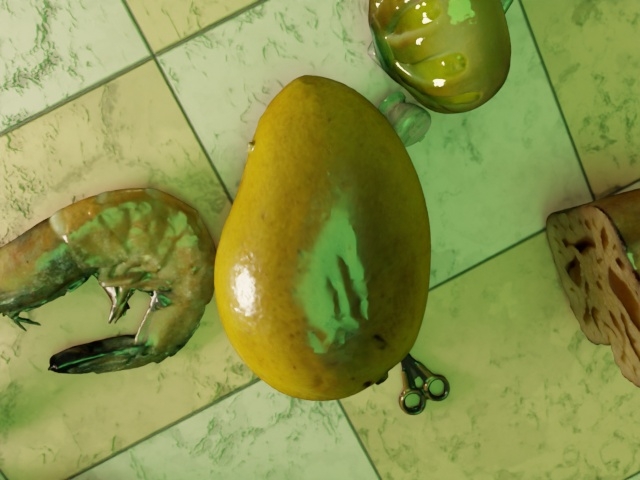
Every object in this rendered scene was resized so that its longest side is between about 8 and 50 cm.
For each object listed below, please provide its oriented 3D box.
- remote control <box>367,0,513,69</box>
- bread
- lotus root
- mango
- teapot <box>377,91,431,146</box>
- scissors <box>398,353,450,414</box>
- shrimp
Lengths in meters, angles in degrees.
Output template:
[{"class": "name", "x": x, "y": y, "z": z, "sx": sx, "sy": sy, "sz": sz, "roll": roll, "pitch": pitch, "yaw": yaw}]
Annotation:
[{"class": "remote control", "x": 0.205, "y": -0.365, "z": 1.172, "sx": 0.145, "sy": 0.050, "sz": 0.344, "roll": 27, "pitch": 99, "yaw": -17}, {"class": "bread", "x": 0.155, "y": -0.272, "z": 1.081, "sx": 0.158, "sy": 0.156, "sz": 0.261, "roll": -26, "pitch": 109, "yaw": -2}, {"class": "lotus root", "x": 0.491, "y": 0.061, "z": 1.223, "sx": 0.249, "sy": 0.316, "sz": 0.316, "roll": -16, "pitch": 109, "yaw": -13}, {"class": "mango", "x": 0.000, "y": 0.000, "z": 1.162, "sx": 0.301, "sy": 0.220, "sz": 0.446, "roll": -6, "pitch": 97, "yaw": -3}, {"class": "teapot", "x": 0.119, "y": -0.170, "z": 1.204, "sx": 0.064, "sy": 0.064, "sz": 0.083, "roll": -43, "pitch": 152, "yaw": 9}, {"class": "scissors", "x": 0.129, "y": 0.176, "z": 1.334, "sx": 0.088, "sy": 0.017, "sz": 0.220, "roll": -28, "pitch": 108, "yaw": -1}, {"class": "shrimp", "x": -0.355, "y": 0.091, "z": 1.194, "sx": 0.444, "sy": 0.085, "sz": 0.272, "roll": -22, "pitch": 115, "yaw": -7}]
